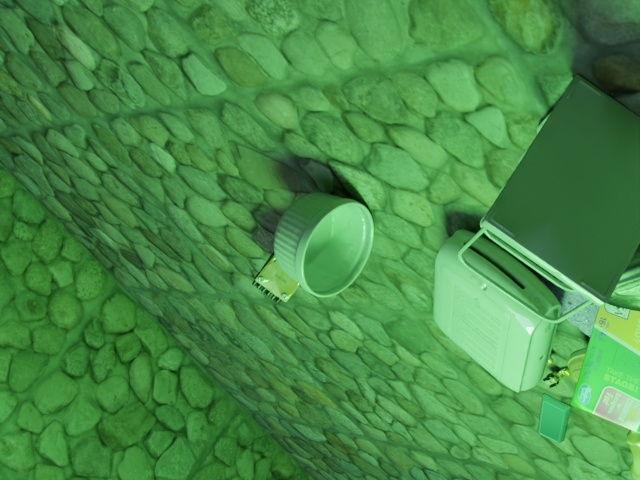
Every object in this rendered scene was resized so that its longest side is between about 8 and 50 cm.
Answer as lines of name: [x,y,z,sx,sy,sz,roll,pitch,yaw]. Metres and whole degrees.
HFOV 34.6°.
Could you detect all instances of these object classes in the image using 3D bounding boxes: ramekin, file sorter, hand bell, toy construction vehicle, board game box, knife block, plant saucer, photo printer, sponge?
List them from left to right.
knife block: [-0.055,0.029,2.344,0.088,0.242,0.275,36,110,-4]
ramekin: [0.000,0.000,2.071,0.109,0.207,0.207,27,155,37]
photo printer: [0.327,0.127,1.943,0.256,0.107,0.307,40,159,27]
toy construction vehicle: [0.470,0.260,2.139,0.086,0.035,0.098,46,152,4]
plant saucer: [0.527,0.408,2.337,0.067,0.018,0.192,25,154,22]
file sorter: [0.349,-0.047,1.465,0.193,0.277,0.173,35,157,2]
sponge: [0.487,0.124,1.875,0.210,0.031,0.117,36,156,-3]
hand bell: [0.622,0.352,2.056,0.242,0.126,0.126,56,150,-13]
board game box: [0.608,0.229,1.733,0.316,0.064,0.242,21,118,26]

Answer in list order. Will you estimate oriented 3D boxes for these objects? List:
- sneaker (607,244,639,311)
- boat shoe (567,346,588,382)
sneaker: [0.617,0.115,1.501,0.483,0.202,0.185,18,149,32]
boat shoe: [0.601,0.271,1.855,0.341,0.110,0.121,6,152,37]
